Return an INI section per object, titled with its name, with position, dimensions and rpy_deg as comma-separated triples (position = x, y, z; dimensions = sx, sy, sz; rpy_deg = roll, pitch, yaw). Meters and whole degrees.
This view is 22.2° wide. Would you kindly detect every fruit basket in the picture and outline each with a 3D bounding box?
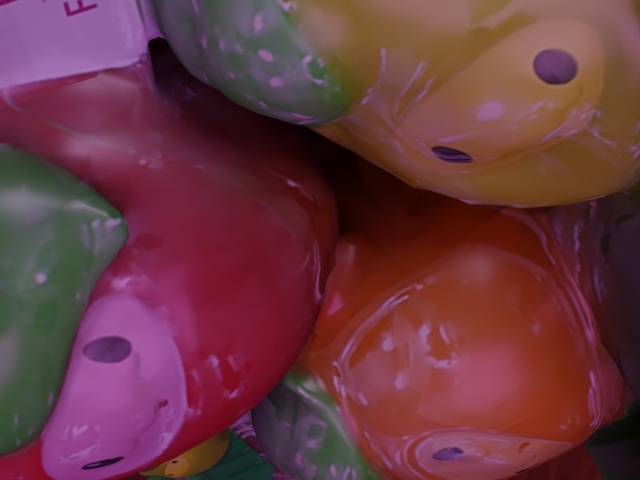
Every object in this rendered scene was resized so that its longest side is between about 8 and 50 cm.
[fruit basket]
position = 0.000, 0.000, 0.392
dimensions = 0.353, 0.165, 0.327
rpy_deg = -25, 145, -12
